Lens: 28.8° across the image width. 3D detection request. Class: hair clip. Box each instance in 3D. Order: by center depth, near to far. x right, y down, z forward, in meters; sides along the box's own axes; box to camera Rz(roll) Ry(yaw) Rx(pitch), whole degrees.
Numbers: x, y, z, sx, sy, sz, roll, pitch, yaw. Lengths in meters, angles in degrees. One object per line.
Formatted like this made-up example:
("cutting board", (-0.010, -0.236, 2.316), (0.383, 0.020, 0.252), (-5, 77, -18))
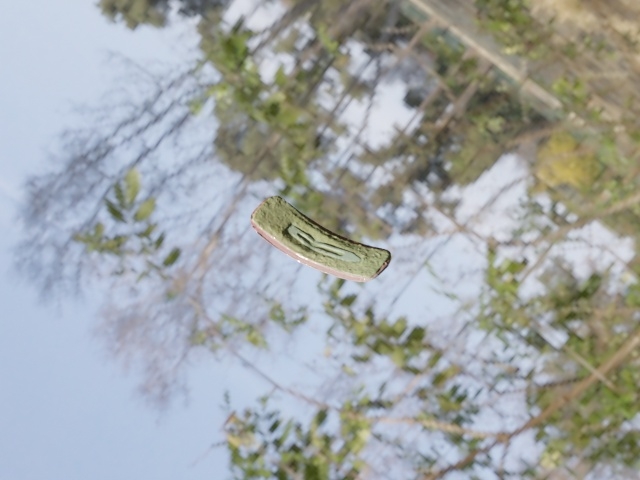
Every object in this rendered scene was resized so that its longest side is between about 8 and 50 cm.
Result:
("hair clip", (0.000, 0.001, 1.158), (0.137, 0.022, 0.054), (26, -137, 16))
